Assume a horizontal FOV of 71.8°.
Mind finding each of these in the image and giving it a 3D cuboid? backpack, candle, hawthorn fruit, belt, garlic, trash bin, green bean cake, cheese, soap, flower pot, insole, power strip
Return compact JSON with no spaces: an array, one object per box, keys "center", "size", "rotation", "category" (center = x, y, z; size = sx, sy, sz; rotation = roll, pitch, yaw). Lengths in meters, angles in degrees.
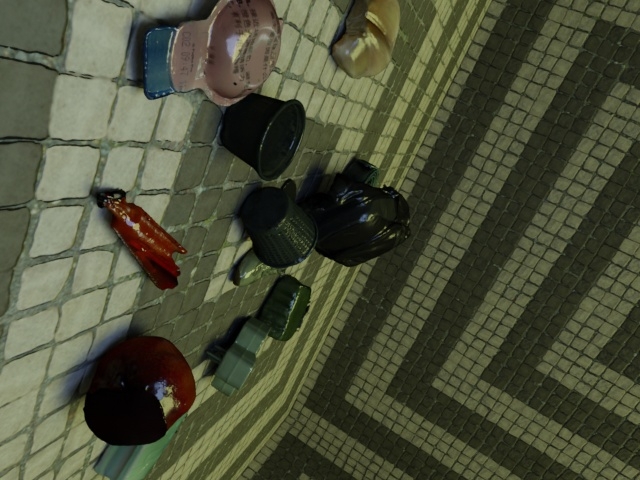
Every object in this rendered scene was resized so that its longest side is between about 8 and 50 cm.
[{"center":[0.102,-0.071,1.464],"size":[0.363,0.255,0.445],"rotation":[-28,163,14],"category":"backpack"},{"center":[-0.283,0.003,0.715],"size":[0.302,0.059,0.084],"rotation":[84,28,-66],"category":"candle"},{"center":[-0.326,0.283,0.850],"size":[0.190,0.189,0.251],"rotation":[-59,170,-6],"category":"hawthorn fruit"},{"center":[0.141,-0.196,1.697],"size":[0.206,0.116,0.267],"rotation":[-46,162,-34],"category":"belt"},{"center":[0.132,-0.502,1.102],"size":[0.217,0.110,0.228],"rotation":[-67,165,7],"category":"garlic"},{"center":[-0.111,-0.041,1.062],"size":[0.175,0.175,0.161],"rotation":[-57,153,-14],"category":"trash bin"},{"center":[-0.123,0.246,1.618],"size":[0.227,0.125,0.222],"rotation":[-61,164,-7],"category":"green bean cake"},{"center":[-0.141,-0.276,0.644],"size":[0.286,0.074,0.189],"rotation":[-41,155,-45],"category":"cheese"},{"center":[-0.413,0.456,1.069],"size":[0.230,0.091,0.145],"rotation":[-59,166,-5],"category":"soap"},{"center":[-0.110,-0.203,0.825],"size":[0.157,0.106,0.157],"rotation":[-53,161,-28],"category":"flower pot"},{"center":[-0.113,-0.053,1.295],"size":[0.110,0.012,0.309],"rotation":[-48,161,-36],"category":"insole"},{"center":[-0.269,0.357,1.374],"size":[0.229,0.141,0.261],"rotation":[-60,180,-1],"category":"power strip"}]

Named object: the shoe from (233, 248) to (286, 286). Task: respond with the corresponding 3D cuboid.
[{"center":[-0.137,0.059,1.245],"size":[0.275,0.098,0.103],"rotation":[-38,151,-45],"category":"shoe"}]
